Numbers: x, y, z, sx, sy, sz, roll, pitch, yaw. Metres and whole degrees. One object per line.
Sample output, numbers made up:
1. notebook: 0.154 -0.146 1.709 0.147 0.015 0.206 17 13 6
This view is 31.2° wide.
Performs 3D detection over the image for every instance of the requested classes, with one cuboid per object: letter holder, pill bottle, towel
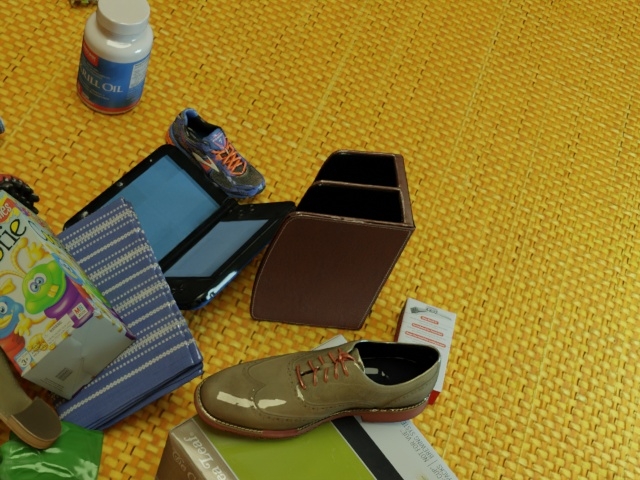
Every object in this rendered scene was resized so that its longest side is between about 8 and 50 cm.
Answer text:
1. letter holder: 0.000 0.000 1.885 0.214 0.302 0.152 5 53 -15
2. pill bottle: -0.370 -0.343 2.073 0.124 0.221 0.124 9 52 -11
3. towel: -0.340 0.120 1.787 0.243 0.040 0.336 -31 63 4

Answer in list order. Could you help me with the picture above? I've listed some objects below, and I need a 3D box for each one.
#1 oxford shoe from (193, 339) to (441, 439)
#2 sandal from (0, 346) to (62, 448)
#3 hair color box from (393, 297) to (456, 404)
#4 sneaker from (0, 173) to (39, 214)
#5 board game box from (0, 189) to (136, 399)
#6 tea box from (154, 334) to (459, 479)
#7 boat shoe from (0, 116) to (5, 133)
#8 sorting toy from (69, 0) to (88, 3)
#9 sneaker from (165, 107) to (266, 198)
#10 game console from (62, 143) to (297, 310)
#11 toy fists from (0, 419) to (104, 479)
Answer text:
1. oxford shoe: 0.000 0.184 1.576 0.348 0.130 0.123 -5 54 -21
2. sandal: -0.473 0.217 1.635 0.240 0.079 0.088 46 33 9
3. hair color box: 0.170 0.188 1.962 0.093 0.053 0.167 19 52 -2
4. sneaker: -0.563 -0.069 1.824 0.135 0.276 0.098 12 90 23
5. board game box: -0.430 0.081 1.730 0.142 0.144 0.275 -43 63 -2
6. tea box: -0.018 0.374 1.651 0.323 0.220 0.329 -25 64 -33
7. boat shoe: -0.635 -0.223 2.002 0.183 0.066 0.066 28 55 16
8. sorting toy: -0.462 -0.498 2.278 0.075 0.045 0.083 0 54 -28
9. sneaker: -0.190 -0.157 2.079 0.221 0.087 0.083 36 52 10
10. game console: -0.229 -0.034 1.913 0.293 0.250 0.173 -46 120 -37
11. toy fists: -0.397 0.374 1.608 0.142 0.096 0.279 15 50 -15
